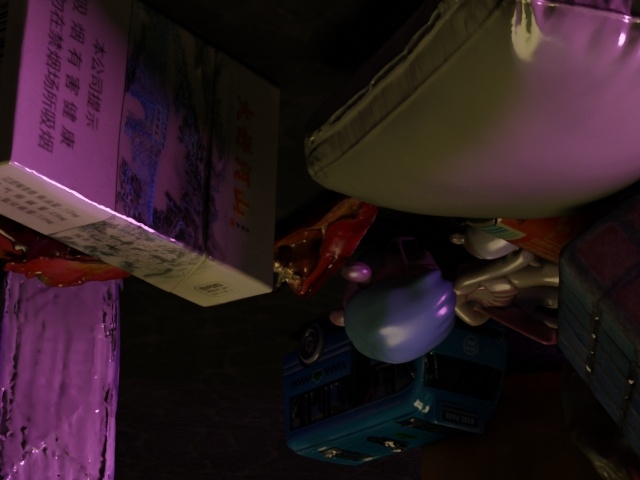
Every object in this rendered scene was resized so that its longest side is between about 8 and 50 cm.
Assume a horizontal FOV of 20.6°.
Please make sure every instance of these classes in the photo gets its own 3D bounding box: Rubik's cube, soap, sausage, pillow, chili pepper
[{"bbox_3d":[0.330,0.064,1.281,0.238,0.237,0.237,-34,157,-7],"label":"Rubik's cube"},{"bbox_3d":[0.249,0.220,1.704,0.306,0.115,0.427,-5,-162,7],"label":"soap"},{"bbox_3d":[0.215,-0.009,1.432,0.083,0.083,0.264,-18,152,40],"label":"sausage"},{"bbox_3d":[0.150,-0.097,1.146,0.255,0.120,0.322,2,161,-21],"label":"pillow"},{"bbox_3d":[0.000,0.000,1.511,0.050,0.059,0.268,-33,173,-31],"label":"chili pepper"}]

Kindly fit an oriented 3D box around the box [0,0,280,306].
[{"bbox_3d":[-0.132,-0.072,1.186,0.069,0.164,0.256,-15,152,34],"label":"box"}]

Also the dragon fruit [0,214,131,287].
[{"bbox_3d":[-0.198,-0.052,1.297,0.261,0.163,0.189,16,-178,-31],"label":"dragon fruit"}]

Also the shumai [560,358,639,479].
[{"bbox_3d":[0.393,0.101,1.511,0.304,0.309,0.263,27,131,0],"label":"shumai"}]

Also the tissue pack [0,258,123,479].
[{"bbox_3d":[-0.285,0.164,1.677,0.125,0.242,0.343,6,157,-19],"label":"tissue pack"}]

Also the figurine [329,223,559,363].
[{"bbox_3d":[0.144,0.041,1.520,0.260,0.103,0.205,-4,161,-10],"label":"figurine"}]

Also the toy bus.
[{"bbox_3d":[0.070,0.138,1.721,0.113,0.134,0.246,17,155,-32],"label":"toy bus"}]
